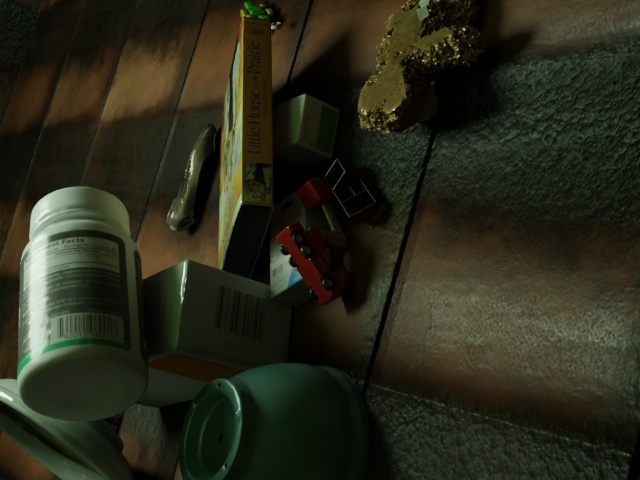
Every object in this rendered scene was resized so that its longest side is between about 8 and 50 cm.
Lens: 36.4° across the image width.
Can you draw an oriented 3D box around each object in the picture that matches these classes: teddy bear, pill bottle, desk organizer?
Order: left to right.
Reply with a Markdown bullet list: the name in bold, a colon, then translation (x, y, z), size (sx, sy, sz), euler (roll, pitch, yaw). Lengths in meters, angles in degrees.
- **pill bottle**: translation (-0.397, 0.098, 1.621), size (0.204, 0.204, 0.361), euler (-44, 42, 33)
- **desk organizer**: translation (0.056, -0.081, 1.622), size (0.047, 0.050, 0.130), euler (-56, 36, 20)
- **teddy bear**: translation (0.174, -0.315, 1.552), size (0.245, 0.113, 0.338), euler (-15, 53, 43)

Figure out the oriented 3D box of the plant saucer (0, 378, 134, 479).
- **plant saucer**: translation (-0.500, 0.382, 1.917), size (0.400, 0.400, 0.100), euler (-6, 41, 54)

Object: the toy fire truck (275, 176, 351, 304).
- **toy fire truck**: translation (0.000, 0.000, 1.616), size (0.192, 0.135, 0.047), euler (56, 137, 5)

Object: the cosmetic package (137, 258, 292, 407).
- **cosmetic package**: translation (-0.276, 0.186, 1.792), size (0.453, 0.230, 0.162), euler (-22, 56, 49)

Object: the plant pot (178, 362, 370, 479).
- **plant pot**: translation (-0.093, 0.317, 1.491), size (0.293, 0.196, 0.293), euler (-30, 50, 44)

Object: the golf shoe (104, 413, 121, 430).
- **golf shoe**: translation (-0.488, 0.418, 2.115), size (0.086, 0.067, 0.186), euler (-1, 72, 56)

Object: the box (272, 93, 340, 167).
- **box**: translation (-0.032, -0.199, 1.777), size (0.102, 0.087, 0.101), euler (-12, 64, 52)

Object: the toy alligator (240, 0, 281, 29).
- **toy alligator**: translation (-0.124, -0.466, 2.091), size (0.190, 0.056, 0.051), euler (-131, 24, -52)

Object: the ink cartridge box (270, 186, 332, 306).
- **ink cartridge box**: translation (-0.035, 0.010, 1.694), size (0.104, 0.061, 0.181), euler (-33, 48, 42)

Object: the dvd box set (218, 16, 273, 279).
- **dvd box set**: translation (-0.144, -0.161, 1.834), size (0.308, 0.062, 0.421), euler (113, 158, -58)

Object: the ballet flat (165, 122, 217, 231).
- **ballet flat**: translation (-0.268, -0.135, 2.117), size (0.084, 0.058, 0.250), euler (97, -168, -79)
